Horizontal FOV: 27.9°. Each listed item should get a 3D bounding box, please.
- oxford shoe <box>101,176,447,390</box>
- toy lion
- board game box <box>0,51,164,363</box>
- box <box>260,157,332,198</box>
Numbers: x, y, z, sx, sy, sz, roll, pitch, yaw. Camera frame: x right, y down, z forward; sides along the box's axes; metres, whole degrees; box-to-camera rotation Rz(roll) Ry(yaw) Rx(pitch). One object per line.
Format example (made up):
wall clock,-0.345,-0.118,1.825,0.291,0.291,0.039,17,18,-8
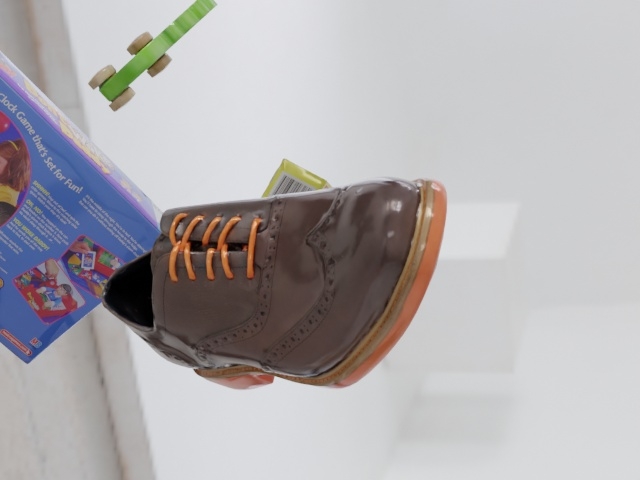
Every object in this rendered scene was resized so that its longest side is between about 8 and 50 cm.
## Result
oxford shoe,-0.034,0.022,0.659,0.098,0.271,0.097,22,65,-23
toy lion,-0.124,-0.154,1.008,0.034,0.096,0.100,48,40,-11
board game box,-0.366,-0.050,1.450,0.347,0.233,0.078,47,9,-30
box,0.000,0.000,1.343,0.087,0.058,0.232,-59,154,-8
